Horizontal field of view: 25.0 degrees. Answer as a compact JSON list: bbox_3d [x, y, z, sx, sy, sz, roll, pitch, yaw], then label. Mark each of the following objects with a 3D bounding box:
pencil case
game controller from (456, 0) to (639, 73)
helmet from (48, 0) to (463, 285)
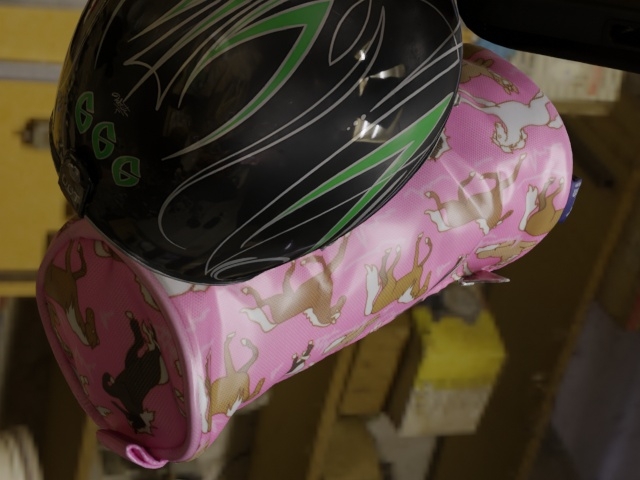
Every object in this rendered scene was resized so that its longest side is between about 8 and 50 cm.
[{"bbox_3d":[0.000,0.000,0.943,0.167,0.386,0.160,55,-40,11],"label":"pencil case"},{"bbox_3d":[0.198,-0.110,0.525,0.319,0.067,0.166,20,-116,46],"label":"game controller"},{"bbox_3d":[-0.022,-0.073,0.623,0.161,0.169,0.169,-43,-134,33],"label":"helmet"}]
